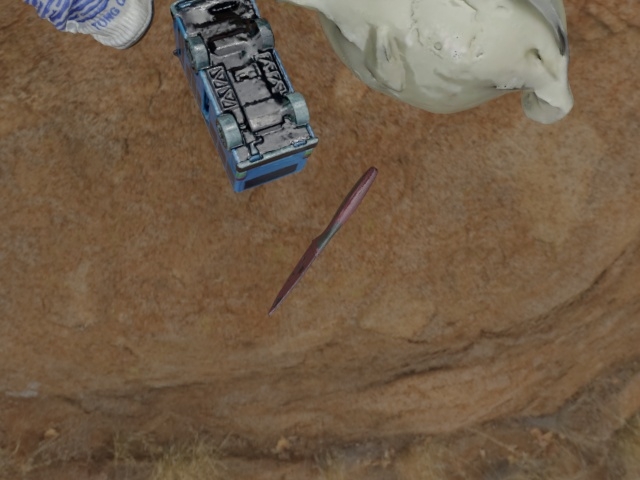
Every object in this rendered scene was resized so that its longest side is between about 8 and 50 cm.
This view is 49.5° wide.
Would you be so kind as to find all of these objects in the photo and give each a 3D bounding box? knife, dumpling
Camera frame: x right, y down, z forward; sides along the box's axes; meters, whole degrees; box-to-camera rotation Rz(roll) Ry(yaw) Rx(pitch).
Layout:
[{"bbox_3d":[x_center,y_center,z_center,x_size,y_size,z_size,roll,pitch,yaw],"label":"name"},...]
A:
[{"bbox_3d":[0.000,0.000,0.941,0.018,0.035,0.247,36,92,-26],"label":"knife"},{"bbox_3d":[0.120,-0.243,0.712,0.318,0.243,0.187,23,123,-7],"label":"dumpling"}]

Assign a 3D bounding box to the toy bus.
[{"bbox_3d":[-0.082,-0.152,0.704,0.090,0.106,0.184,-21,80,-14],"label":"toy bus"}]

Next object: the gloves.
[{"bbox_3d":[-0.279,-0.297,0.743,0.229,0.097,0.119,34,102,-34],"label":"gloves"}]
